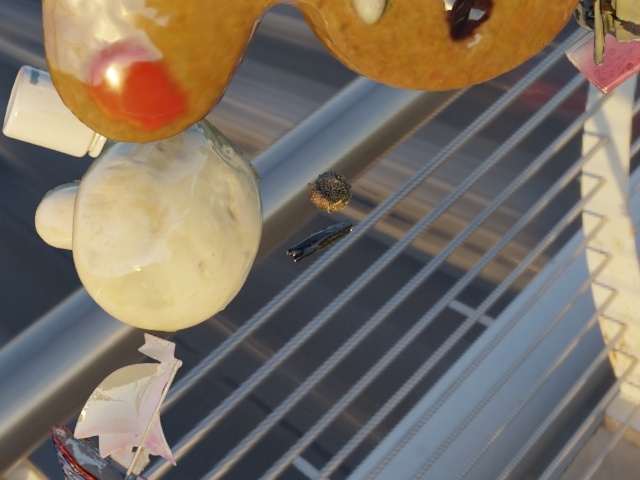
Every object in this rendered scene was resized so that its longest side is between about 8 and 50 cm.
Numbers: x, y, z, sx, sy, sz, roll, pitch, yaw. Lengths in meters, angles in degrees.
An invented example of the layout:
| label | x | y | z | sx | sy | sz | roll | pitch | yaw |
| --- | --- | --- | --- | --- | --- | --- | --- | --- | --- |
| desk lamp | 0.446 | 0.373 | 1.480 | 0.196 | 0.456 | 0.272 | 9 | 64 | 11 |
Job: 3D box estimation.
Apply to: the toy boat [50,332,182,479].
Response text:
| label | x | y | z | sx | sy | sz | roll | pitch | yaw |
| --- | --- | --- | --- | --- | --- | --- | --- | --- | --- |
| toy boat | -0.325 | 0.294 | 1.261 | 0.219 | 0.319 | 0.072 | 7 | 14 | 13 |

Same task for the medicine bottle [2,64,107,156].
| label | x | y | z | sx | sy | sz | roll | pitch | yaw |
| --- | --- | --- | --- | --- | --- | --- | --- | --- | --- |
| medicine bottle | -0.454 | -0.228 | 1.495 | 0.236 | 0.139 | 0.139 | 14 | 33 | -27 |

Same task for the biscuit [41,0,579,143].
| label | x | y | z | sx | sy | sz | roll | pitch | yaw |
| --- | --- | --- | --- | --- | --- | --- | --- | --- | --- |
| biscuit | -0.067 | -0.176 | 0.315 | 0.431 | 0.283 | 0.064 | 18 | 17 | -18 |

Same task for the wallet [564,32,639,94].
| label | x | y | z | sx | sy | sz | roll | pitch | yaw |
| --- | --- | --- | --- | --- | --- | --- | --- | --- | --- |
| wallet | 0.541 | -0.353 | 1.348 | 0.232 | 0.025 | 0.119 | -37 | 51 | 13 |

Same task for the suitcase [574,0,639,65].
| label | x | y | z | sx | sy | sz | roll | pitch | yaw |
| --- | --- | --- | --- | --- | --- | --- | --- | --- | --- |
| suitcase | 0.329 | -0.343 | 0.800 | 0.193 | 0.351 | 0.340 | 11 | 87 | 21 |

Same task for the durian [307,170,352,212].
| label | x | y | z | sx | sy | sz | roll | pitch | yaw |
| --- | --- | --- | --- | --- | --- | --- | --- | --- | --- |
| durian | 0.016 | -0.092 | 1.484 | 0.091 | 0.080 | 0.080 | 23 | 55 | 16 |

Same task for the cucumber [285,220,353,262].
| label | x | y | z | sx | sy | sz | roll | pitch | yaw |
| --- | --- | --- | --- | --- | --- | --- | --- | --- | --- |
| cucumber | 0.001 | -0.001 | 1.357 | 0.134 | 0.034 | 0.033 | -27 | 66 | -38 |

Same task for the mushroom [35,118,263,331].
| label | x | y | z | sx | sy | sz | roll | pitch | yaw |
| --- | --- | --- | --- | --- | --- | --- | --- | --- | --- |
| mushroom | -0.258 | -0.025 | 1.157 | 0.336 | 0.314 | 0.314 | 1 | 45 | 35 |
